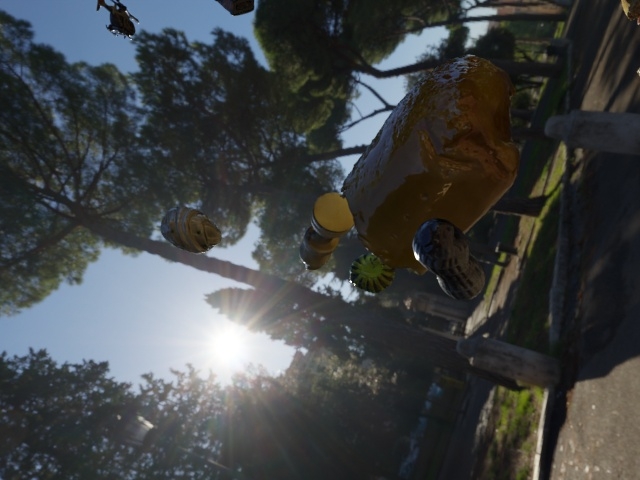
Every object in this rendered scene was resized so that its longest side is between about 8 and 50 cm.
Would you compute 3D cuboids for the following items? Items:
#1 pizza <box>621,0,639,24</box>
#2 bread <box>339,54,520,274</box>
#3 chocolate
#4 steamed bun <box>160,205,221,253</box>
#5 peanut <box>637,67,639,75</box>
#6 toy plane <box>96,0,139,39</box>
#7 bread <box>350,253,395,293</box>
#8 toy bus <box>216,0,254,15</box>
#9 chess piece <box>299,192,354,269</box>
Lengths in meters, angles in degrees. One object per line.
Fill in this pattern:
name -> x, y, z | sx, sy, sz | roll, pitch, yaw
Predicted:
pizza -> 0.867, -0.593, 1.116 | 0.289, 0.229, 0.081 | -45, -17, -31
bread -> 0.225, -0.176, 0.912 | 0.394, 0.250, 0.361 | -57, 7, 43
chocolate -> 0.183, 0.028, 0.631 | 0.167, 0.072, 0.072 | 44, -122, -40
steamed bun -> -0.391, -0.022, 1.325 | 0.182, 0.183, 0.106 | 70, -144, -62
peanut -> 0.926, -0.420, 1.147 | 0.214, 0.100, 0.099 | -133, 46, -59
toy plane -> -0.336, -0.371, 0.739 | 0.121, 0.031, 0.049 | -42, -33, -86
bread -> 0.159, 0.095, 1.366 | 0.071, 0.139, 0.129 | 55, -132, -69
toy bus -> -0.228, -0.712, 1.190 | 0.091, 0.103, 0.182 | -37, -23, -34
chess piece -> 0.000, 0.000, 1.298 | 0.397, 0.117, 0.117 | 118, 175, -65
